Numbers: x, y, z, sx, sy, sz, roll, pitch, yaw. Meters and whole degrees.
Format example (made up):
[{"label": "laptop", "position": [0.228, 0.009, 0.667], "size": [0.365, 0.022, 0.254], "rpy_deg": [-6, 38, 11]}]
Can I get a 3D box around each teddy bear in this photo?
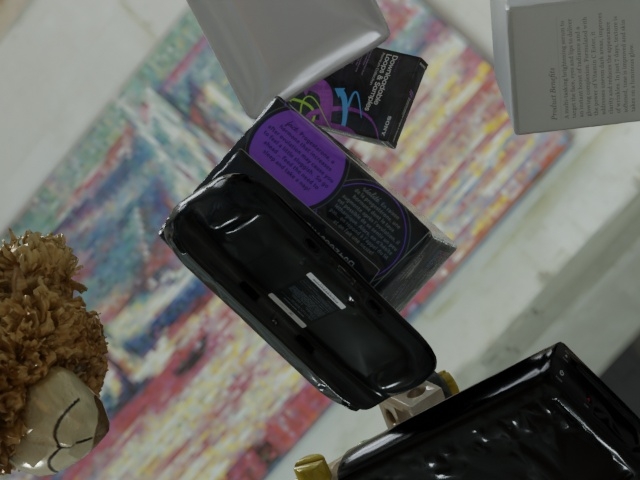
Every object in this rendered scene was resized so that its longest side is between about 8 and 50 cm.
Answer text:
[{"label": "teddy bear", "position": [-0.232, 0.124, 0.758], "size": [0.113, 0.245, 0.338], "rpy_deg": [12, -166, 38]}]

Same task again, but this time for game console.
[{"label": "game console", "position": [0.052, 0.085, 1.000], "size": [0.361, 0.213, 0.044], "rpy_deg": [44, -139, -16]}]

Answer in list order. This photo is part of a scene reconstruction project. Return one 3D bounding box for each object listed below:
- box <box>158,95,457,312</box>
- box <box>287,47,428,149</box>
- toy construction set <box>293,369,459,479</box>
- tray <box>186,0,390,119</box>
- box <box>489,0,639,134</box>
[{"label": "box", "position": [0.000, 0.000, 1.210], "size": [0.165, 0.143, 0.270], "rpy_deg": [42, -175, 9]}, {"label": "box", "position": [0.040, -0.186, 1.812], "size": [0.162, 0.116, 0.029], "rpy_deg": [17, 172, 28]}, {"label": "toy construction set", "position": [0.059, 0.255, 1.492], "size": [0.309, 0.257, 0.237], "rpy_deg": [-98, -5, -68]}, {"label": "tray", "position": [-0.058, -0.244, 1.144], "size": [0.270, 0.145, 0.030], "rpy_deg": [62, -152, 3]}, {"label": "box", "position": [0.208, -0.144, 1.015], "size": [0.130, 0.171, 0.091], "rpy_deg": [-89, -8, -66]}]
